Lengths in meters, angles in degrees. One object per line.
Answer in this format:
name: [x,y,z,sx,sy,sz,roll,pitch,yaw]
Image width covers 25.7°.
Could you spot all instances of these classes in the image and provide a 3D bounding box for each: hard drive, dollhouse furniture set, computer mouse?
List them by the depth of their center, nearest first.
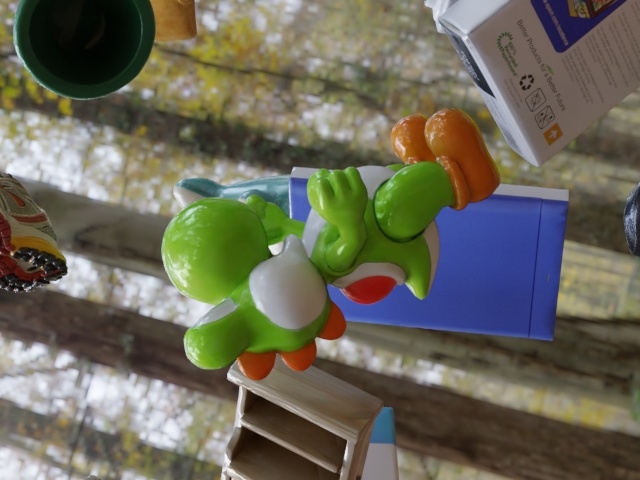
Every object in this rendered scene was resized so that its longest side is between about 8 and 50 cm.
dollhouse furniture set: [-0.108,0.343,1.546,0.394,0.362,0.256,-47,-26,-45]
computer mouse: [0.396,0.035,1.563,0.071,0.041,0.242,-35,-61,-17]
hard drive: [0.125,0.018,1.666,0.040,0.319,0.210,-75,-13,-50]

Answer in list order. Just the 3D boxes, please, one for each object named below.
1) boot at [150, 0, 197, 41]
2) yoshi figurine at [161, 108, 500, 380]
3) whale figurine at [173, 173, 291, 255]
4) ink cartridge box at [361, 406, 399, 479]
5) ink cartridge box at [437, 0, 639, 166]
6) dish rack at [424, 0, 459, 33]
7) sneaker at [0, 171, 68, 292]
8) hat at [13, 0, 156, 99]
boot: [-0.213,-0.403,2.165,0.104,0.295,0.211,-60,-34,-39]
yoshi figurine: [-0.013,-0.022,1.433,0.362,0.203,0.203,-36,-38,-13]
whale figurine: [-0.059,-0.039,1.890,0.141,0.272,0.216,-65,-22,-10]
ink cartridge box: [0.003,0.396,1.968,0.198,0.197,0.270,103,166,-54]
ink cartridge box: [0.298,-0.248,1.312,0.371,0.069,0.176,-37,-52,-2]
dish rack: [0.196,-0.425,1.901,0.333,0.072,0.285,-84,8,-70]
sneaker: [-0.330,-0.025,1.348,0.225,0.088,0.093,48,-160,-61]
hat: [-0.313,-0.285,1.776,0.173,0.183,0.208,-47,-52,2]
